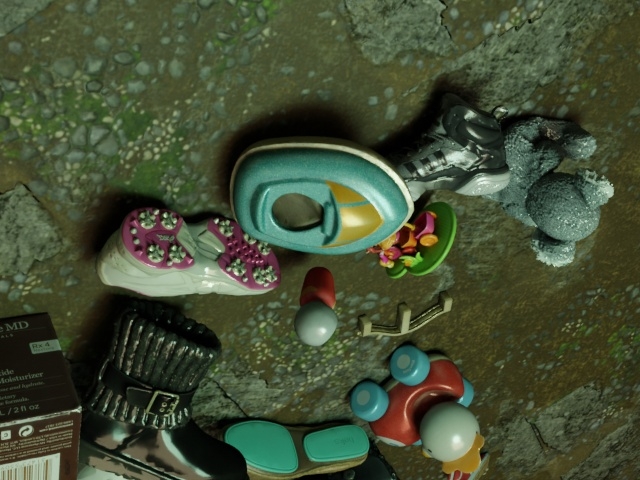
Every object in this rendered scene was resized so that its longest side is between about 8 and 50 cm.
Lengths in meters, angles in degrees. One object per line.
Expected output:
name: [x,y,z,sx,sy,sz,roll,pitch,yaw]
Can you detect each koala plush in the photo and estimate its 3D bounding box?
koala plush: [0.368,-0.076,1.671,0.203,0.221,0.196,10,124,-37]

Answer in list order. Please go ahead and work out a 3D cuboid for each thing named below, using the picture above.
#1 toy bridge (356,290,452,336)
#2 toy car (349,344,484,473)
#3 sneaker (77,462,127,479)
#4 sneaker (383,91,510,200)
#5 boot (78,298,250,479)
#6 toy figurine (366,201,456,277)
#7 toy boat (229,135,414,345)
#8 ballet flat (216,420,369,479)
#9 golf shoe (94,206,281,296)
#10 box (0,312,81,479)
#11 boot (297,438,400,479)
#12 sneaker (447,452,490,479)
toy bridge: [0.151,0.145,1.890,0.188,0.026,0.063,-15,136,-18]
toy car: [0.214,0.358,1.968,0.210,0.238,0.219,-43,137,11]
sneaker: [-0.400,0.485,1.701,0.447,0.257,0.169,-25,137,-9]
sneaker: [0.162,-0.147,1.582,0.268,0.101,0.153,-4,114,-9]
boot: [-0.213,0.260,1.630,0.347,0.131,0.260,25,98,-32]
toy figurine: [0.104,-0.021,1.671,0.159,0.130,0.173,24,139,-28]
toy boat: [0.000,0.000,1.516,0.267,0.148,0.318,3,126,2]
ballet flat: [-0.066,0.406,1.959,0.342,0.116,0.124,3,146,-38]
golf shoe: [-0.196,0.032,1.537,0.306,0.115,0.140,16,143,-43]
box: [-0.451,0.241,1.484,0.168,0.203,0.167,-8,132,-25]
boot: [0.064,0.518,2.028,0.207,0.246,0.094,-29,125,-1]
sneaker: [0.333,0.517,2.341,0.118,0.067,0.042,-45,144,-33]
